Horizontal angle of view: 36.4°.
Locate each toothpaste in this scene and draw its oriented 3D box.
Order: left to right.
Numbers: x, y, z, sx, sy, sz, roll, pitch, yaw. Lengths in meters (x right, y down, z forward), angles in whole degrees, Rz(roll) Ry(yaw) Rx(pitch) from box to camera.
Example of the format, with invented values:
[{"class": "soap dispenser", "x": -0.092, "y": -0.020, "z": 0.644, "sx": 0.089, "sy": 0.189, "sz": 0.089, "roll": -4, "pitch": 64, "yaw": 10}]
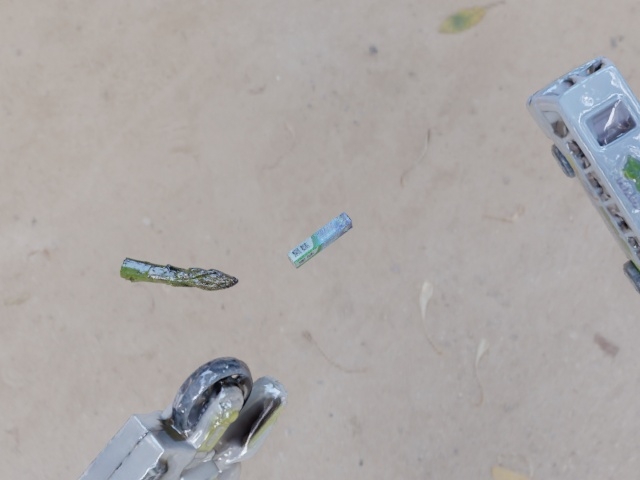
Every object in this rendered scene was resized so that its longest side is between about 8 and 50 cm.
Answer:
[{"class": "toothpaste", "x": 0.000, "y": 0.000, "z": 1.120, "sx": 0.083, "sy": 0.020, "sz": 0.017, "roll": -37, "pitch": 71, "yaw": -9}]

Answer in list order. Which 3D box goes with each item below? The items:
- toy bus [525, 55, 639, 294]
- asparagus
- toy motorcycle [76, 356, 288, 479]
[{"class": "toy bus", "x": 0.347, "y": -0.043, "z": 1.044, "sx": 0.109, "sy": 0.136, "sz": 0.329, "roll": -32, "pitch": 86, "yaw": 8}, {"class": "asparagus", "x": -0.195, "y": 0.049, "z": 1.358, "sx": 0.165, "sy": 0.030, "sz": 0.036, "roll": 6, "pitch": 29, "yaw": 0}, {"class": "toy motorcycle", "x": -0.169, "y": 0.273, "z": 1.047, "sx": 0.340, "sy": 0.223, "sz": 0.108, "roll": -49, "pitch": 57, "yaw": -2}]
